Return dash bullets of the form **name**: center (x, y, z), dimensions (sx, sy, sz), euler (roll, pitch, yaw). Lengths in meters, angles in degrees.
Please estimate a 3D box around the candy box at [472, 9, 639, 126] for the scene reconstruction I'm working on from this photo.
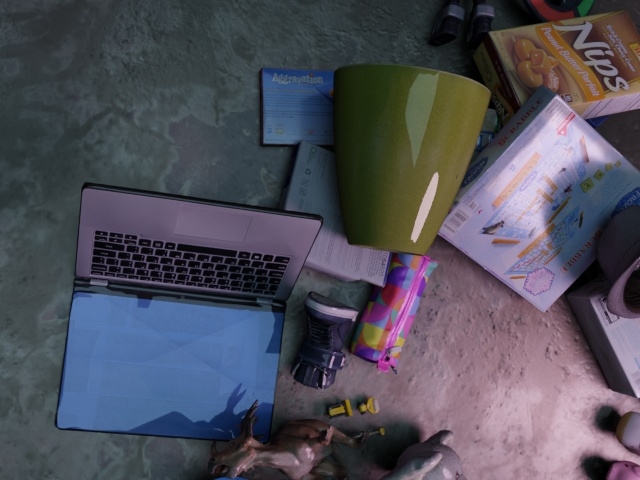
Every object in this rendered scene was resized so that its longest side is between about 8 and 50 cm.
- **candy box**: center (0.472, -0.323, 1.617), dimensions (0.317, 0.087, 0.182), euler (-13, 72, -17)

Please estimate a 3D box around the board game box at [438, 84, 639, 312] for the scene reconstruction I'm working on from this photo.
- **board game box**: center (0.410, -0.067, 1.563), dimensions (0.318, 0.066, 0.318), euler (35, 105, -26)

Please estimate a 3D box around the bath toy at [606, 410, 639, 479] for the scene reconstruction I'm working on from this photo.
- **bath toy**: center (0.624, 0.462, 1.662), dimensions (0.151, 0.129, 0.348), euler (27, 82, -11)

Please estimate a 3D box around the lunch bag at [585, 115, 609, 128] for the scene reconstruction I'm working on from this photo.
- **lunch bag**: center (0.523, -0.268, 1.700), dimensions (0.067, 0.065, 0.098), euler (-38, 94, -23)

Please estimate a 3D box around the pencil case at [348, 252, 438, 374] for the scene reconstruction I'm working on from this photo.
- **pencil case**: center (0.136, 0.125, 1.573), dimensions (0.105, 0.104, 0.236), euler (22, 82, -12)

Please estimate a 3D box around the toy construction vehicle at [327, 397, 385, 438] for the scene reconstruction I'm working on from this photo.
- **toy construction vehicle**: center (0.065, 0.337, 1.583), dimensions (0.098, 0.035, 0.085), euler (-14, 80, -17)

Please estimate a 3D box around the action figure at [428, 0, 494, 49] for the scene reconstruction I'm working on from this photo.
- **action figure**: center (0.286, -0.518, 1.644), dimensions (0.186, 0.099, 0.284), euler (11, 81, -6)

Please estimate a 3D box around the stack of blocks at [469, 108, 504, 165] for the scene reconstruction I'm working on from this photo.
- **stack of blocks**: center (0.372, -0.151, 1.648), dimensions (0.297, 0.087, 0.171), euler (8, 85, -13)

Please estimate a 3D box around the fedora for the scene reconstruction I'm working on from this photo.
- **fedora**: center (0.591, 0.020, 1.544), dimensions (0.244, 0.124, 0.275), euler (-40, 142, 7)

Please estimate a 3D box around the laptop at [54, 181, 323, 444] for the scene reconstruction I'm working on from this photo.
- **laptop**: center (-0.226, 0.140, 1.420), dimensions (0.382, 0.408, 0.236), euler (7, 53, -14)

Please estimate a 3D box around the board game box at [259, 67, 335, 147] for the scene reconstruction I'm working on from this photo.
- **board game box**: center (0.026, -0.247, 1.599), dimensions (0.282, 0.027, 0.145), euler (0, 89, -14)

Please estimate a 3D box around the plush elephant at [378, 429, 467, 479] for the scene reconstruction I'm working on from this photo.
- **plush elephant**: center (0.200, 0.470, 1.486), dimensions (0.330, 0.272, 0.255), euler (31, 107, 13)

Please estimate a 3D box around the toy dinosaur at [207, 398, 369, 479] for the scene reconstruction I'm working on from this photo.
- **toy dinosaur**: center (-0.044, 0.355, 1.483), dimensions (0.200, 0.296, 0.127), euler (12, 86, 29)

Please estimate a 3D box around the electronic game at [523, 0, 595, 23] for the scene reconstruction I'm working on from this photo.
- **electronic game**: center (0.471, -0.534, 1.681), dimensions (0.229, 0.048, 0.229), euler (-2, 93, -33)

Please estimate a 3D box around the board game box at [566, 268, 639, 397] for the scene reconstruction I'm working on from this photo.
- **board game box**: center (0.683, 0.141, 1.707), dimensions (0.304, 0.097, 0.224), euler (-27, 95, -12)

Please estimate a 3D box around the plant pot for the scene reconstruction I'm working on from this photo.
- **plant pot**: center (0.138, -0.127, 1.472), dimensions (0.275, 0.275, 0.293), euler (9, 89, -13)

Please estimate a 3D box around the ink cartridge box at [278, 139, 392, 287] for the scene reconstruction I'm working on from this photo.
- **ink cartridge box**: center (0.033, -0.044, 1.553), dimensions (0.224, 0.045, 0.223), euler (21, 69, -18)

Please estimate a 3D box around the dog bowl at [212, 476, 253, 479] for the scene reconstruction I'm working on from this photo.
- **dog bowl**: center (-0.090, 0.494, 1.446), dimensions (0.297, 0.074, 0.165), euler (15, 86, -5)

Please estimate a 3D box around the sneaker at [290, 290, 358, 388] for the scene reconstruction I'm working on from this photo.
- **sneaker**: center (-0.001, 0.179, 1.481), dimensions (0.086, 0.226, 0.163), euler (23, 85, 16)
